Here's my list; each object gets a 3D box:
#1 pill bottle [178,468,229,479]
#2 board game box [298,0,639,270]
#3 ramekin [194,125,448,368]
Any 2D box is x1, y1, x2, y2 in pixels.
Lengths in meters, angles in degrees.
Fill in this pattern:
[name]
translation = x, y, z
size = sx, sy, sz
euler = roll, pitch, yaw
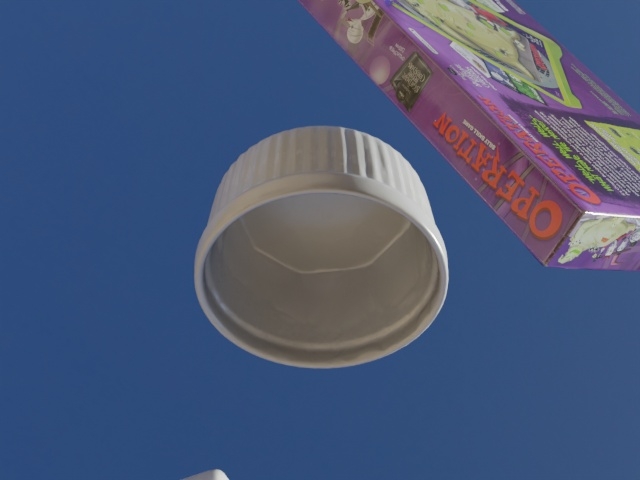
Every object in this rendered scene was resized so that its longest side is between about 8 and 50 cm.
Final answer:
[pill bottle]
translation = -0.137, 0.180, 0.437
size = 0.264, 0.153, 0.153
euler = -20, -112, -4
[board game box]
translation = 0.122, -0.106, 0.891
size = 0.056, 0.208, 0.347
euler = -56, -130, 23
[ramekin]
translation = 0.000, 0.000, 1.096
size = 0.207, 0.207, 0.109
euler = -13, -139, 11
